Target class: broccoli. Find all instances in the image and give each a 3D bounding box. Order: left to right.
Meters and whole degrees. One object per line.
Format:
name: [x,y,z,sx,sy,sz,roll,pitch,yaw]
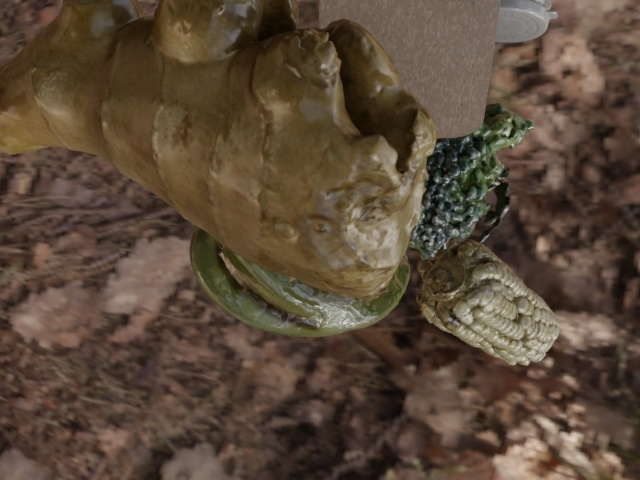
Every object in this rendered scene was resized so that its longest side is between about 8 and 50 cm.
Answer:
broccoli: [0.163,-0.111,1.966,0.177,0.198,0.275,40,38,-3]

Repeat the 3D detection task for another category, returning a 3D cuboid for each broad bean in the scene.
broad bean: [-0.002,0.001,1.241,0.206,0.072,0.153,-18,75,-46]

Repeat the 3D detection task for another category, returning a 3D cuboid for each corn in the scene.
corn: [0.162,0.068,1.519,0.211,0.087,0.087,36,76,-50]

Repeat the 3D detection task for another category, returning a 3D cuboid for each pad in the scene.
pad: [0.085,-0.186,1.624,0.176,0.266,0.002,-2,54,-3]

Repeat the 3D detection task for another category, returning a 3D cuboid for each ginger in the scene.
ginger: [-0.094,-0.097,1.080,0.236,0.375,0.166,80,33,-52]

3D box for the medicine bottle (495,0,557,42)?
medicine bottle: [0.198,-0.322,1.707,0.135,0.135,0.215,13,72,-25]
